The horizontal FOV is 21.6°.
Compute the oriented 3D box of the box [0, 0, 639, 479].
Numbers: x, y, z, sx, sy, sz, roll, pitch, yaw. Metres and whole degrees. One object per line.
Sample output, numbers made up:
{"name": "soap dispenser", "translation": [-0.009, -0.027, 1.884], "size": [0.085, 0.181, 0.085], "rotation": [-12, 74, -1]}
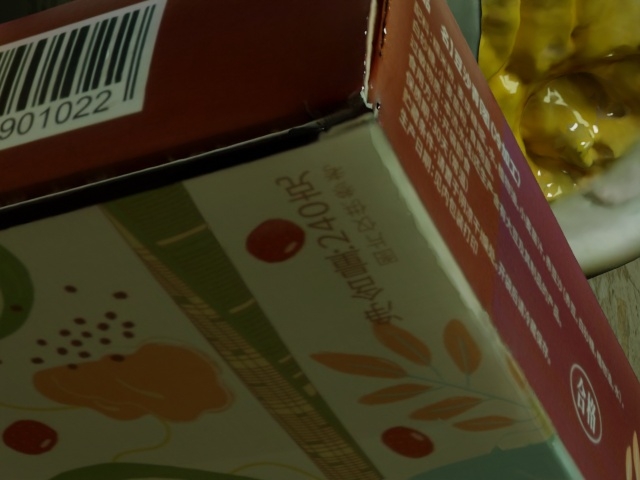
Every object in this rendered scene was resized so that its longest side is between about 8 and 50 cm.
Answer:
{"name": "box", "translation": [-0.054, 0.068, 0.781], "size": [0.385, 0.344, 0.122], "rotation": [56, 30, -41]}

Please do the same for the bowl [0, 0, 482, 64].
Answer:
{"name": "bowl", "translation": [-0.084, -0.135, 0.923], "size": [0.185, 0.354, 0.354], "rotation": [-9, 86, -30]}

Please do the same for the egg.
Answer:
{"name": "egg", "translation": [0.165, -0.183, 1.474], "size": [0.354, 0.354, 0.340], "rotation": [61, 1, -34]}
